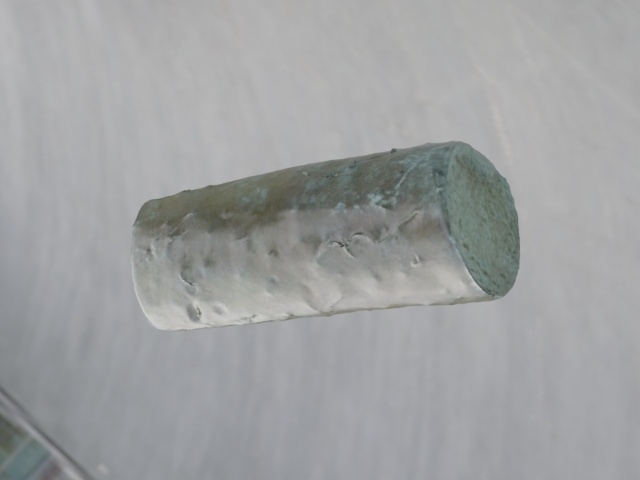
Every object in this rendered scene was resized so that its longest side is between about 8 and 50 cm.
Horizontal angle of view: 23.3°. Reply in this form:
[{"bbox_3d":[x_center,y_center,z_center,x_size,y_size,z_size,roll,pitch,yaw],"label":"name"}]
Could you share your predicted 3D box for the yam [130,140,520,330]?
[{"bbox_3d":[0.000,0.000,0.656,0.169,0.068,0.068,-6,141,33],"label":"yam"}]
